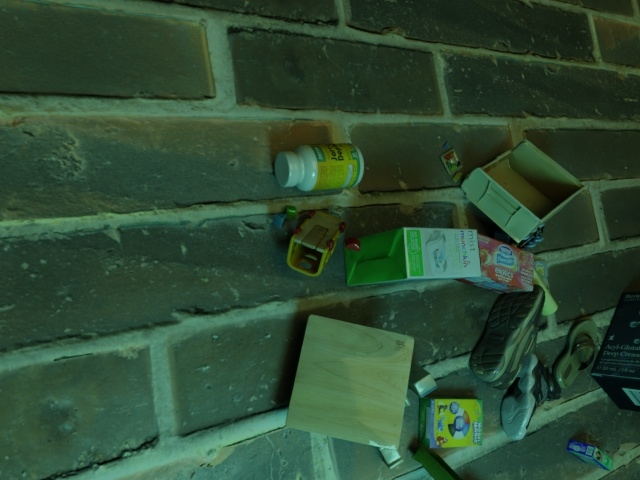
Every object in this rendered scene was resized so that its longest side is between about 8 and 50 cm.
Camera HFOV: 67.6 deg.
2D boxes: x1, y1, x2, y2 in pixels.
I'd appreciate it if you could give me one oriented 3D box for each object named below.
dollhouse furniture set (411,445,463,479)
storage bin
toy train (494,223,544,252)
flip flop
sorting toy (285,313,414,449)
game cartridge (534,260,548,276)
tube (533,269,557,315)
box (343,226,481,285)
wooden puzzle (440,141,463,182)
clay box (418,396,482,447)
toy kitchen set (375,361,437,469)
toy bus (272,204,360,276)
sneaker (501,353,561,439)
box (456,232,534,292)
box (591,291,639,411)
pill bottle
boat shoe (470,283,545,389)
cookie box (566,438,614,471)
[{"bbox_3d":[0.331,0.711,1.268,0.301,0.151,0.197,40,85,-36],"label":"dollhouse furniture set"},{"bbox_3d":[0.625,-0.165,1.494,0.262,0.123,0.260,-30,67,-29],"label":"storage bin"},{"bbox_3d":[0.642,-0.021,1.538,0.184,0.105,0.080,-30,124,-33],"label":"toy train"},{"bbox_3d":[0.874,0.383,1.609,0.277,0.080,0.112,-43,102,-27],"label":"flip flop"},{"bbox_3d":[0.069,0.332,1.134,0.257,0.089,0.255,13,72,-1],"label":"sorting toy"},{"bbox_3d":[0.741,0.096,1.625,0.083,0.017,0.055,1,77,-29],"label":"game cartridge"},{"bbox_3d":[0.686,0.137,1.554,0.240,0.070,0.062,54,33,-15],"label":"tube"},{"bbox_3d":[0.225,0.042,1.214,0.231,0.262,0.126,1,81,-29],"label":"box"},{"bbox_3d":[0.416,-0.249,1.510,0.078,0.014,0.116,-40,100,-28],"label":"wooden puzzle"},{"bbox_3d":[0.376,0.504,1.334,0.222,0.053,0.127,9,77,-26],"label":"clay box"},{"bbox_3d":[0.212,0.450,1.240,0.207,0.122,0.166,-29,96,-9],"label":"toy kitchen set"},{"bbox_3d":[-0.009,0.003,1.182,0.202,0.191,0.104,-3,126,-28],"label":"toy bus"},{"bbox_3d":[0.649,0.486,1.455,0.153,0.101,0.268,29,66,-18],"label":"sneaker"},{"bbox_3d":[0.503,0.072,1.435,0.257,0.128,0.122,17,74,-25],"label":"box"},{"bbox_3d":[1.192,0.383,1.660,0.212,0.293,0.395,47,63,-14],"label":"box"},{"bbox_3d":[-0.005,-0.186,1.211,0.209,0.118,0.117,-8,85,-29],"label":"pill bottle"},{"bbox_3d":[0.583,0.292,1.456,0.130,0.132,0.355,47,72,-25],"label":"boat shoe"},{"bbox_3d":[0.873,0.695,1.548,0.107,0.092,0.040,36,69,-18],"label":"cookie box"}]
